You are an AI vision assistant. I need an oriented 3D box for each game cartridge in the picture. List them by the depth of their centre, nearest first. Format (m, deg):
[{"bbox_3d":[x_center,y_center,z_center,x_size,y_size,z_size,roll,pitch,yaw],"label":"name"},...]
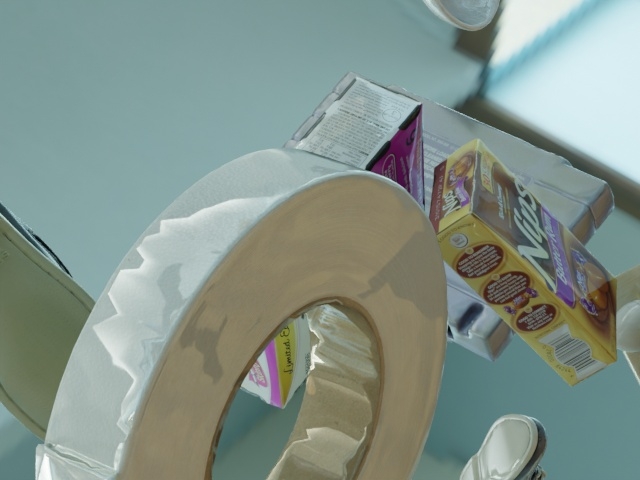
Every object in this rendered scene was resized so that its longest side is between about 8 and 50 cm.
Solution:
[{"bbox_3d":[0.106,-0.035,2.069,0.230,0.355,0.068,-47,-37,-22],"label":"game cartridge"}]

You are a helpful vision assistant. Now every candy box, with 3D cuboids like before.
[{"bbox_3d":[0.166,0.018,1.591,0.053,0.186,0.109,-35,25,29],"label":"candy box"},{"bbox_3d":[0.000,0.000,1.611,0.233,0.071,0.159,-50,-28,-32],"label":"candy box"}]

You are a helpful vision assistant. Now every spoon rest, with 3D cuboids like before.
[{"bbox_3d":[0.159,-0.350,2.148,0.137,0.084,0.276,37,-133,-34],"label":"spoon rest"}]

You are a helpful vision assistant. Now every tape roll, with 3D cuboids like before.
[{"bbox_3d":[-0.043,0.127,1.389,0.392,0.072,0.392,-34,-47,-44],"label":"tape roll"}]

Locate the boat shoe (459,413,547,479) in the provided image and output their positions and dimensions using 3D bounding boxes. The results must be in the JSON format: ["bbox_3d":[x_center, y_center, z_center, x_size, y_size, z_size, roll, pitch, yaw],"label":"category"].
[{"bbox_3d":[0.214,0.247,2.164,0.206,0.065,0.075,121,150,-56],"label":"boat shoe"}]

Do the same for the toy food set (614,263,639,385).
[{"bbox_3d":[0.344,0.110,1.751,0.092,0.220,0.306,-25,-6,-10],"label":"toy food set"}]

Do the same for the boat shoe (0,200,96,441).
[{"bbox_3d":[-0.289,0.053,1.809,0.127,0.340,0.113,-42,17,1],"label":"boat shoe"}]
